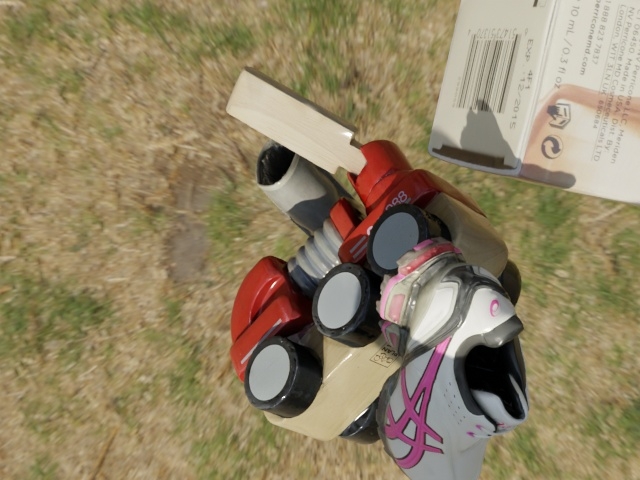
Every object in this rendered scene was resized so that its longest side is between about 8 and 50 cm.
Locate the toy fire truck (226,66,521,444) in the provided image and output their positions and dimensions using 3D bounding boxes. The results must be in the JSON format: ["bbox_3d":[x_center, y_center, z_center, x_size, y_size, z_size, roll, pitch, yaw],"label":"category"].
[{"bbox_3d":[0.000,0.000,1.018,0.158,0.246,0.217,25,116,-40],"label":"toy fire truck"}]

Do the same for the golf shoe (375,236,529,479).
[{"bbox_3d":[0.076,0.091,0.725,0.067,0.186,0.086,-29,47,-22],"label":"golf shoe"}]

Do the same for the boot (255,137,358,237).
[{"bbox_3d":[0.034,0.010,1.127,0.076,0.189,0.208,-36,119,2],"label":"boot"}]

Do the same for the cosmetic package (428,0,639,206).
[{"bbox_3d":[0.241,-0.080,0.856,0.296,0.153,0.129,11,95,-18],"label":"cosmetic package"}]
